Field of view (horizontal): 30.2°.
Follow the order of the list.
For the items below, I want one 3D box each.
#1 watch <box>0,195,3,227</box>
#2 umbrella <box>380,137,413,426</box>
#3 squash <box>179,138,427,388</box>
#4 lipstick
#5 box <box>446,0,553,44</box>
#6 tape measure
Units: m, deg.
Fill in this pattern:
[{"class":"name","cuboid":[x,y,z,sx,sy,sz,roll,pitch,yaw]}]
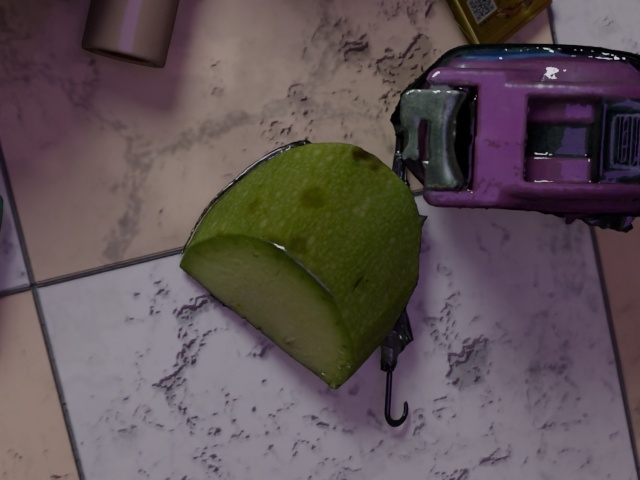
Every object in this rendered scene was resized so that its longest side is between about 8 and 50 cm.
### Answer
[{"class":"watch","cuboid":[-0.367,-0.013,0.935,0.237,0.068,0.195,43,87,-16]},{"class":"umbrella","cuboid":[0.063,0.033,1.042,0.044,0.044,0.269,-3,94,-40]},{"class":"squash","cuboid":[0.000,0.000,0.985,0.192,0.085,0.184,37,84,0]},{"class":"lipstick","cuboid":[-0.133,-0.272,0.960,0.070,0.070,0.254,12,92,-13]},{"class":"box","cuboid":[0.135,-0.244,1.018,0.089,0.022,0.156,-41,121,-9]},{"class":"tape measure","cuboid":[0.178,-0.083,0.963,0.245,0.231,0.149,2,96,4]}]
